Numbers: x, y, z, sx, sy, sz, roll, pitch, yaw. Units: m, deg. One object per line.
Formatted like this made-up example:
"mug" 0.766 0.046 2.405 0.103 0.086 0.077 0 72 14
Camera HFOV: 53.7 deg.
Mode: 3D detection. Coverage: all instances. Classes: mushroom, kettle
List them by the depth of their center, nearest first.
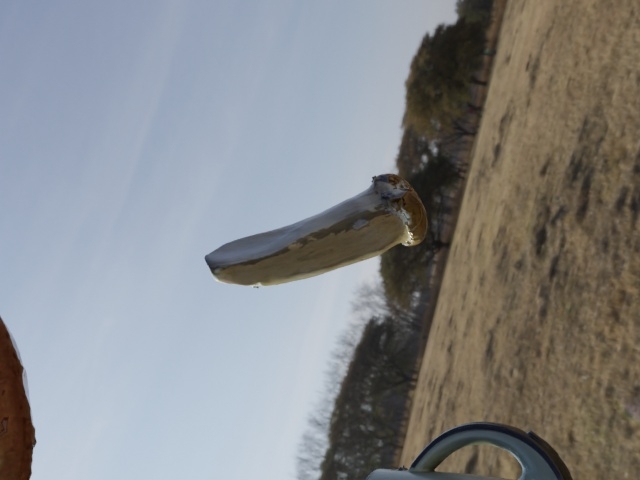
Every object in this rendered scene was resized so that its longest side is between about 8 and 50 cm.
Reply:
"mushroom" 0.000 0.000 0.583 0.084 0.209 0.071 -127 19 -57
"kettle" 0.174 0.319 0.716 0.161 0.236 0.221 35 -127 -52

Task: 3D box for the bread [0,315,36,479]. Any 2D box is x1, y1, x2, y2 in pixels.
"bread" -0.275 0.116 0.372 0.190 0.244 0.123 -31 2 -39
